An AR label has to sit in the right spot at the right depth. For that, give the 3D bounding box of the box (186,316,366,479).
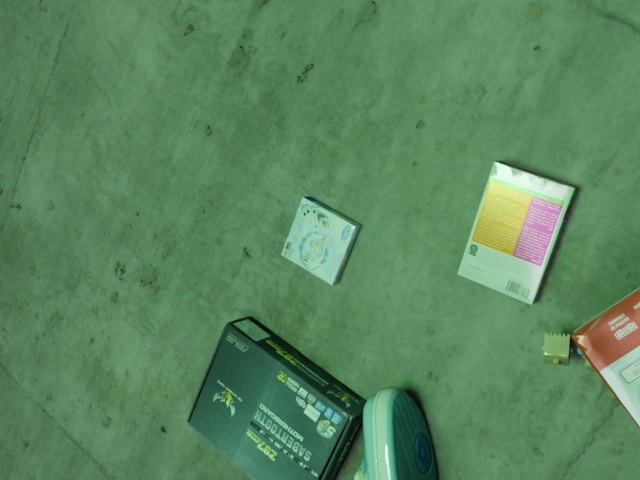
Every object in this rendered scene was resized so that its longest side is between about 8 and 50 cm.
[{"bbox_3d":[-0.065,0.245,1.145,0.233,0.059,0.183,34,114,25],"label":"box"}]

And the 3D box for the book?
[{"bbox_3d":[0.227,-0.009,0.947,0.096,0.035,0.144,24,108,25],"label":"book"}]

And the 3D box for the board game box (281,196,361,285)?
[{"bbox_3d":[0.000,0.000,1.097,0.090,0.020,0.090,31,111,26],"label":"board game box"}]

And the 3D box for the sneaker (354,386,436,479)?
[{"bbox_3d":[0.042,0.348,1.052,0.208,0.127,0.318,-6,92,31],"label":"sneaker"}]

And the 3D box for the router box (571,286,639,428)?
[{"bbox_3d":[0.458,0.113,0.733,0.335,0.082,0.301,-38,75,12],"label":"router box"}]

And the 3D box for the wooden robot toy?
[{"bbox_3d":[0.332,0.099,0.887,0.173,0.076,0.079,-9,56,33],"label":"wooden robot toy"}]
